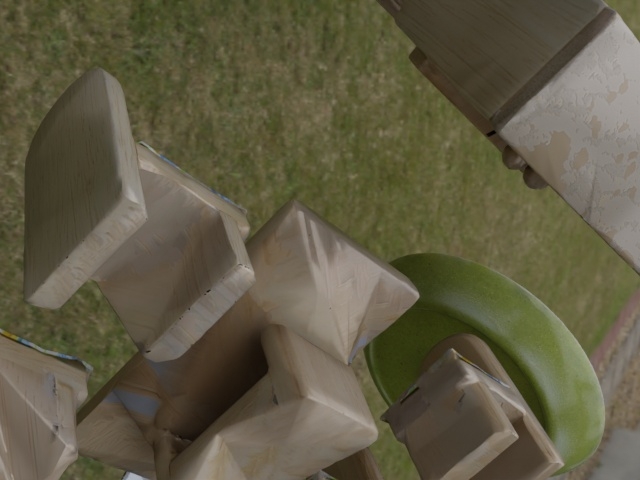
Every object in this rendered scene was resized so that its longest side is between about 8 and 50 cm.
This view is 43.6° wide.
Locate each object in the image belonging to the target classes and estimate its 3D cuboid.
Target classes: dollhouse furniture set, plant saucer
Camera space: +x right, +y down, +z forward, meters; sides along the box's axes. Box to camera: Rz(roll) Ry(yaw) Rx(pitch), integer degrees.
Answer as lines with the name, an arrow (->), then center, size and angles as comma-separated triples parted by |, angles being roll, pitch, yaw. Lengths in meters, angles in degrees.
dollhouse furniture set -> 0.000, 0.000, 0.515 | 0.394, 0.256, 0.362 | -44, 127, 15
plant saucer -> 0.124, 0.123, 0.697 | 0.037, 0.241, 0.241 | -39, 131, -36

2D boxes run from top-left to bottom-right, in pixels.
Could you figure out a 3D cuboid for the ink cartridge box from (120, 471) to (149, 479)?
ink cartridge box -> -0.115, 0.330, 0.638 | 0.275, 0.060, 0.239 | 37, 72, -29
